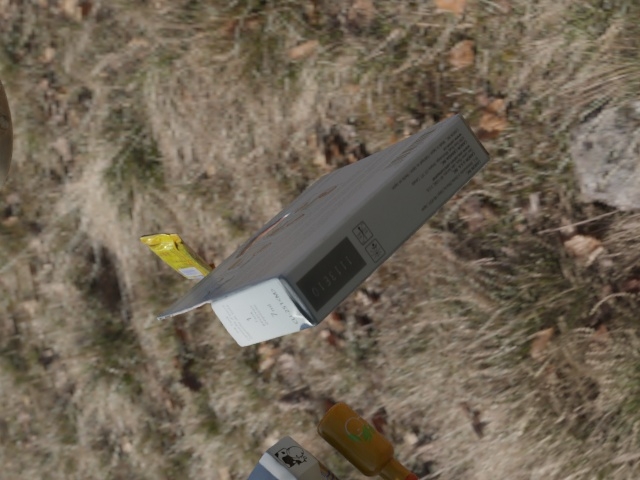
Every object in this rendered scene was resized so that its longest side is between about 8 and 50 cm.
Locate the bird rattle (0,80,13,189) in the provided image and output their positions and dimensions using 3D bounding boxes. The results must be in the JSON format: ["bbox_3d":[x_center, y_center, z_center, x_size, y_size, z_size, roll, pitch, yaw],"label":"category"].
[{"bbox_3d":[-0.352,-0.085,0.987,0.207,0.143,0.253,-2,89,31],"label":"bird rattle"}]

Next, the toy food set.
[{"bbox_3d":[-0.013,0.241,1.017,0.104,0.232,0.111,39,116,15],"label":"toy food set"}]

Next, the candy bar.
[{"bbox_3d":[-0.146,0.017,1.213,0.040,0.161,0.018,-6,75,8],"label":"candy bar"}]

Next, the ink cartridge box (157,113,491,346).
[{"bbox_3d":[0.000,0.000,1.110,0.060,0.275,0.239,54,146,-9],"label":"ink cartridge box"}]
